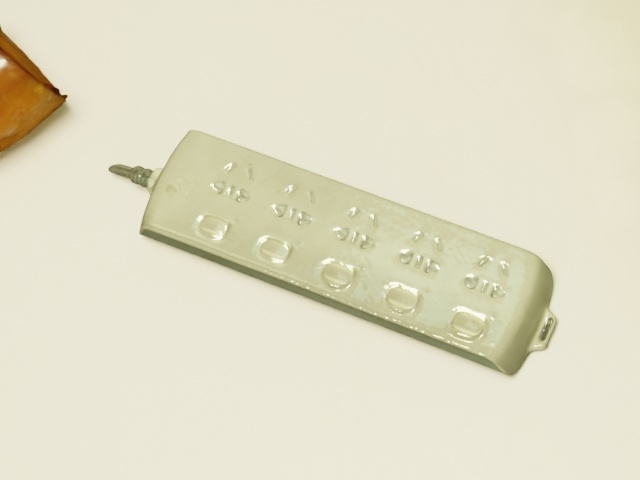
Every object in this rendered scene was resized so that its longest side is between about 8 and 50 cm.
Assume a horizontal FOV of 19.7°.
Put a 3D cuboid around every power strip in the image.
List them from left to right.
[{"bbox_3d":[0.000,0.000,0.943,0.252,0.027,0.060,20,74,17],"label":"power strip"}]

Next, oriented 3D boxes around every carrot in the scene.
[{"bbox_3d":[-0.234,-0.037,0.979,0.205,0.072,0.072,-40,68,-4],"label":"carrot"}]
